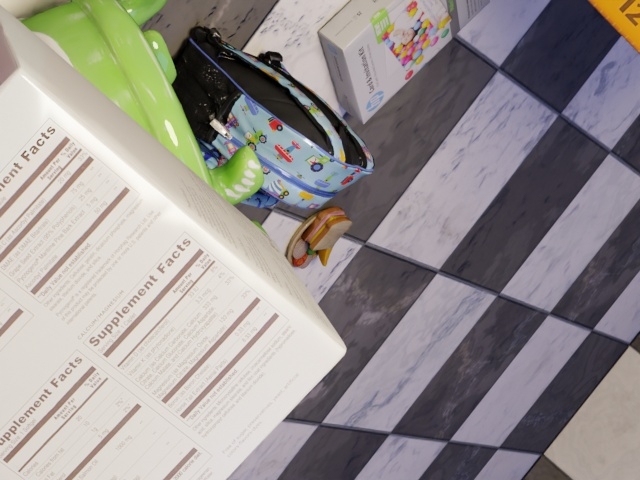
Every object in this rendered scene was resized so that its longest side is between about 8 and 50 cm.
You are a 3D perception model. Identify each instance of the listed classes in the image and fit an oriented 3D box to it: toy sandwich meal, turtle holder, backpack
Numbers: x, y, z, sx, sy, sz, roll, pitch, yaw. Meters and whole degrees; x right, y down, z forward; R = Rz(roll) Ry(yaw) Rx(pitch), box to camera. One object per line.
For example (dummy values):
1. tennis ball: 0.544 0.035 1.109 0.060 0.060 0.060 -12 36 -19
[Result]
1. toy sandwich meal: 0.000 0.000 1.972 0.085 0.029 0.085 -39 154 -23
2. turtle holder: -0.185 -0.046 1.378 0.227 0.243 0.320 -26 -175 -10
3. backpack: -0.047 -0.086 1.581 0.117 0.173 0.158 -54 157 11

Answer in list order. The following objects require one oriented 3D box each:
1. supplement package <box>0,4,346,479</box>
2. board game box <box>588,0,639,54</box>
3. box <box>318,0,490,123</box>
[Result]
1. supplement package: -0.162 0.025 1.130 0.262 0.199 0.198 41 95 -24
2. board game box: 0.416 -0.319 1.650 0.356 0.356 0.356 -45 174 18
3. box: 0.084 -0.218 1.784 0.186 0.038 0.145 -43 156 -11
